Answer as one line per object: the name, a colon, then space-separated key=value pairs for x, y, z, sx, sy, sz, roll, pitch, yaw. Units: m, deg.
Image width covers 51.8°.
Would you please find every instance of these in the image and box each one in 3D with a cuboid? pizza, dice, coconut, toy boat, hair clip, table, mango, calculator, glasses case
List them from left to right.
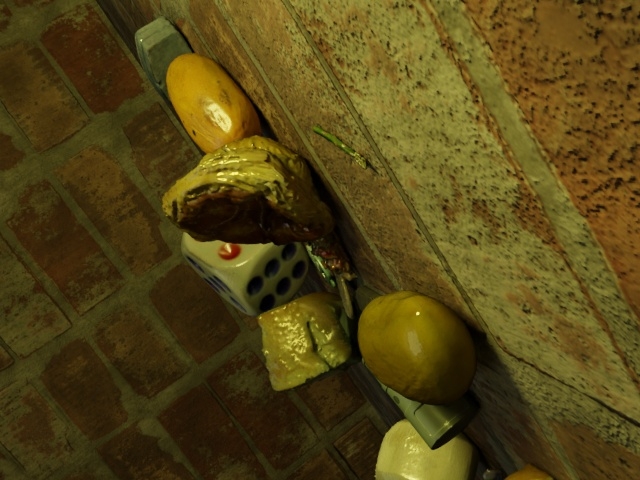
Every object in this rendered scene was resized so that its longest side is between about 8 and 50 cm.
toy boat: x=-0.359 y=-0.413 z=1.641 sx=0.078 sy=0.127 sz=0.283 roll=41 pitch=163 yaw=34
mango: x=-0.234 y=-0.288 z=1.388 sx=0.359 sy=0.144 sz=0.187 roll=52 pitch=169 yaw=34
dice: x=-0.235 y=0.049 z=2.085 sx=0.304 sy=0.277 sz=0.304 roll=32 pitch=158 yaw=34
pizza: x=0.000 y=0.000 z=1.473 sx=0.147 sy=0.069 sz=0.226 roll=44 pitch=166 yaw=44
calculator: x=0.004 y=0.075 z=1.903 sx=0.153 sy=0.021 sz=0.095 roll=52 pitch=172 yaw=19
glasses case: x=0.128 y=0.149 z=1.450 sx=0.072 sy=0.042 sz=0.190 roll=66 pitch=169 yaw=-13
mango: x=0.155 y=0.172 z=1.038 sx=0.195 sy=0.142 sz=0.331 roll=50 pitch=169 yaw=-3
table: x=0.196 y=0.285 z=1.304 sx=0.220 sy=0.126 sz=0.126 roll=49 pitch=170 yaw=27
coconut: x=0.258 y=0.542 z=1.590 sx=0.245 sy=0.247 sz=0.245 roll=20 pitch=148 yaw=14
hair clip: x=0.406 y=0.622 z=1.522 sx=0.278 sy=0.137 sz=0.090 roll=64 pitch=-157 yaw=-45

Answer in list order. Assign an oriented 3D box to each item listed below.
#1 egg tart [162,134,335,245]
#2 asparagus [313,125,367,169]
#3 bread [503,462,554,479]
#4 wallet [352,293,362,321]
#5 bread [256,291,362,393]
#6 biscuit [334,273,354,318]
egg tart: x=-0.139 y=-0.087 z=1.279 sx=0.351 sy=0.339 sz=0.153 roll=31 pitch=-124 yaw=-51
asparagus: x=0.029 y=-0.137 z=0.948 sx=0.163 sy=0.016 sz=0.016 roll=44 pitch=140 yaw=50
bread: x=0.273 y=0.550 z=1.073 sx=0.165 sy=0.375 sz=0.236 roll=60 pitch=167 yaw=-22
wallet: x=0.155 y=0.227 z=1.594 sx=0.250 sy=0.044 sz=0.149 roll=51 pitch=167 yaw=24
bread: x=0.004 y=0.290 z=1.935 sx=0.395 sy=0.264 sz=0.239 roll=23 pitch=-133 yaw=-70
biscuit: x=0.059 y=0.124 z=1.665 sx=0.152 sy=0.020 sz=0.152 roll=165 pitch=90 yaw=-86
